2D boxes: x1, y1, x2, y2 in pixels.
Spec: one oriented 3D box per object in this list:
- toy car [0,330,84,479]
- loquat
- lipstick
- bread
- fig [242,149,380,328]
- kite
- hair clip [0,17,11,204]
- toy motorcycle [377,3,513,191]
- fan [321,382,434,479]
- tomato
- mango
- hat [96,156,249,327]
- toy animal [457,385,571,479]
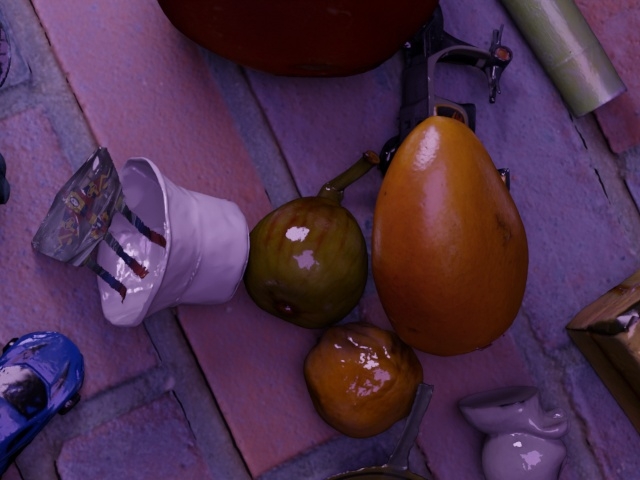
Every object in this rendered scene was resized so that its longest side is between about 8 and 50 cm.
[{"bbox_3d":[-0.347,0.189,1.237,0.103,0.063,0.216,43,80,-2],"label":"toy car"},{"bbox_3d":[0.045,0.155,1.283,0.137,0.113,0.137,0,89,14],"label":"loquat"},{"bbox_3d":[0.260,-0.291,1.373,0.076,0.076,0.304,-32,91,-10],"label":"lipstick"},{"bbox_3d":[0.434,0.152,1.316,0.163,0.167,0.264,-37,94,-11],"label":"bread"},{"bbox_3d":[-0.015,0.002,1.279,0.142,0.148,0.186,8,49,-8],"label":"fig"},{"bbox_3d":[-0.233,-0.012,1.206,0.015,0.245,0.141,30,94,-39],"label":"kite"},{"bbox_3d":[-0.420,-0.174,1.186,0.194,0.206,0.310,-6,84,-13],"label":"hair clip"},{"bbox_3d":[0.148,-0.157,1.338,0.157,0.091,0.263,2,86,-17],"label":"toy motorcycle"},{"bbox_3d":[0.067,0.312,1.268,0.230,0.011,0.335,16,102,-17],"label":"fan"},{"bbox_3d":[-0.021,-0.336,1.218,0.325,0.290,0.293,15,83,8],"label":"tomato"},{"bbox_3d":[0.135,-0.007,1.232,0.187,0.138,0.257,-30,122,-14],"label":"mango"},{"bbox_3d":[-0.155,0.009,1.239,0.126,0.203,0.203,9,83,-29],"label":"hat"},{"bbox_3d":[0.239,0.280,1.300,0.131,0.104,0.220,-10,87,-11],"label":"toy animal"}]
